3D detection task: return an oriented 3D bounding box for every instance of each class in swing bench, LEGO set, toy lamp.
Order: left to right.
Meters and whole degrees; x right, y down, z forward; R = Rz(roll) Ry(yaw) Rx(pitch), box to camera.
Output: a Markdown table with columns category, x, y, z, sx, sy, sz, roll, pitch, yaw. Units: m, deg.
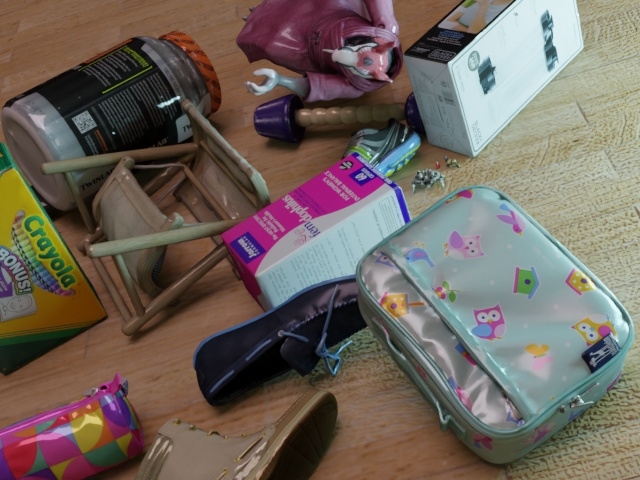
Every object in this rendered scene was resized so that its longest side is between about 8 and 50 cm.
| category | x | y | z | sx | sy | sz | roll | pitch | yaw |
| --- | --- | --- | --- | --- | --- | --- | --- | --- | --- |
| swing bench | -0.222 | -0.041 | 1.388 | 0.254 | 0.165 | 0.253 | -26 | 40 | -14 |
| toy lamp | 0.030 | -0.191 | 1.507 | 0.274 | 0.080 | 0.080 | 1 | 45 | 20 |
| LEGO set | 0.158 | -0.097 | 1.386 | 0.054 | 0.023 | 0.083 | 14 | 52 | 35 |

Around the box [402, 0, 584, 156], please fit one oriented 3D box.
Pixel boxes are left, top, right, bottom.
| category | x | y | z | sx | sy | sz | roll | pitch | yaw |
| --- | --- | --- | --- | --- | --- | --- | --- | --- | --- |
| box | 0.260 | -0.278 | 1.434 | 0.087 | 0.169 | 0.290 | 23 | 58 | 43 |

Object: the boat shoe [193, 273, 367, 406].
| category | x | y | z | sx | sy | sz | roll | pitch | yaw |
| --- | --- | --- | --- | --- | --- | --- | --- | --- | --- |
| boat shoe | -0.026 | 0.130 | 1.176 | 0.258 | 0.109 | 0.089 | -29 | 45 | 16 |

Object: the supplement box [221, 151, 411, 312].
| category | x | y | z | sx | sy | sz | roll | pitch | yaw |
| --- | --- | --- | --- | --- | --- | --- | --- | --- | --- |
| supplement box | 0.000 | 0.000 | 1.281 | 0.220 | 0.114 | 0.111 | -34 | 43 | -12 |

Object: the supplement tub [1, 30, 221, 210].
| category | x | y | z | sx | sy | sz | roll | pitch | yaw |
| --- | --- | --- | --- | --- | --- | --- | --- | --- | --- |
| supplement tub | -0.325 | -0.200 | 1.561 | 0.316 | 0.194 | 0.193 | -35 | 42 | -26 |

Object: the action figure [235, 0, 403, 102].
| category | x | y | z | sx | sy | sz | roll | pitch | yaw |
| --- | --- | --- | --- | --- | --- | --- | --- | --- | --- |
| action figure | 0.027 | -0.277 | 1.459 | 0.248 | 0.275 | 0.370 | -53 | 36 | 5 |

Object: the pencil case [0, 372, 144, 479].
| category | x | y | z | sx | sy | sz | roll | pitch | yaw |
| --- | --- | --- | --- | --- | --- | --- | --- | --- | --- |
| pencil case | -0.324 | 0.245 | 1.161 | 0.236 | 0.104 | 0.104 | -25 | 40 | -3 |

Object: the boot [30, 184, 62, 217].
| category | x | y | z | sx | sy | sz | roll | pitch | yaw |
| --- | --- | --- | --- | --- | --- | --- | --- | --- | --- |
| boot | -0.517 | -0.071 | 1.621 | 0.137 | 0.077 | 0.198 | -27 | 54 | -14 |

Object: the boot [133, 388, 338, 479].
| category | x | y | z | sx | sy | sz | roll | pitch | yaw |
| --- | --- | --- | --- | --- | --- | --- | --- | --- | --- |
| boot | -0.095 | 0.230 | 1.097 | 0.165 | 0.077 | 0.213 | 19 | 57 | 40 |

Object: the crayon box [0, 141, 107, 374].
| category | x | y | z | sx | sy | sz | roll | pitch | yaw |
| --- | --- | --- | --- | --- | --- | --- | --- | --- | --- |
| crayon box | -0.421 | 0.029 | 1.299 | 0.165 | 0.278 | 0.081 | -30 | 40 | -10 |

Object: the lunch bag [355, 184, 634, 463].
| category | x | y | z | sx | sy | sz | roll | pitch | yaw |
| --- | --- | --- | --- | --- | --- | --- | --- | --- | --- |
| lunch bag | 0.180 | 0.088 | 1.054 | 0.224 | 0.108 | 0.279 | -31 | 61 | -18 |

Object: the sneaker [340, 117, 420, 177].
| category | x | y | z | sx | sy | sz | roll | pitch | yaw |
| --- | --- | --- | --- | --- | --- | --- | --- | --- | --- |
| sneaker | 0.057 | -0.114 | 1.402 | 0.188 | 0.067 | 0.078 | -34 | 70 | -23 |
